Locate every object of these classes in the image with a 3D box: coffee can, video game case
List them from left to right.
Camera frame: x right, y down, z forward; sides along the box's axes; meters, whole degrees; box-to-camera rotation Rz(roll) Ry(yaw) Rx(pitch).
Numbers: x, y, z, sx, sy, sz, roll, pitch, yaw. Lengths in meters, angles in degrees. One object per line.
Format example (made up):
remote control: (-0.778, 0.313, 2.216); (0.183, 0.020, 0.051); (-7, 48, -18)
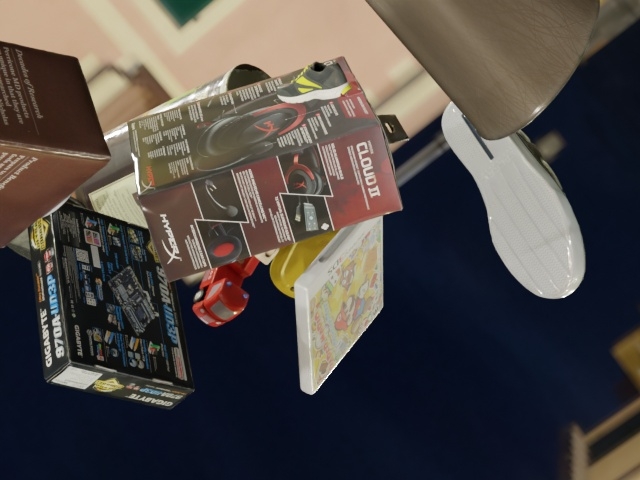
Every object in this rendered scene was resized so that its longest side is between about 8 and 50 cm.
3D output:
coffee can: (-0.180, -0.103, 2.114); (0.201, 0.275, 0.201); (42, -144, -41)
video game case: (0.030, 0.080, 2.159); (0.026, 0.206, 0.227); (23, 140, 23)

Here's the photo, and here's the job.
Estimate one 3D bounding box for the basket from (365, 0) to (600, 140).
basket: (0.144, -0.247, 1.519); (0.227, 0.204, 0.154); (35, 164, -26)

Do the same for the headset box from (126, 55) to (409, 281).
headset box: (-0.052, -0.088, 1.634); (0.218, 0.293, 0.110); (-113, 5, -62)

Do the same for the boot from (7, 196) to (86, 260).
boot: (-0.418, -0.056, 1.911); (0.246, 0.161, 0.083); (20, -114, -9)

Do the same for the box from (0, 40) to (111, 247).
box: (-0.409, -0.106, 1.423); (0.381, 0.191, 0.143); (10, -126, -50)

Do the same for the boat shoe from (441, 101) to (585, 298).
boat shoe: (0.290, -0.067, 2.089); (0.119, 0.121, 0.335); (11, -131, -50)

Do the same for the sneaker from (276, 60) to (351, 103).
sneaker: (-0.007, -0.150, 1.407); (0.031, 0.083, 0.035); (-35, -65, -49)

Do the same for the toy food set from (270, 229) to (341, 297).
toy food set: (0.000, 0.000, 2.378); (0.128, 0.218, 0.071); (17, -137, -13)

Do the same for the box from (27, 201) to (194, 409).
box: (-0.239, 0.071, 1.703); (0.175, 0.051, 0.220); (18, -134, -42)

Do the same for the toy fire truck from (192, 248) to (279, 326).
toy fire truck: (-0.085, 0.011, 1.912); (0.047, 0.135, 0.192); (38, -131, -25)
